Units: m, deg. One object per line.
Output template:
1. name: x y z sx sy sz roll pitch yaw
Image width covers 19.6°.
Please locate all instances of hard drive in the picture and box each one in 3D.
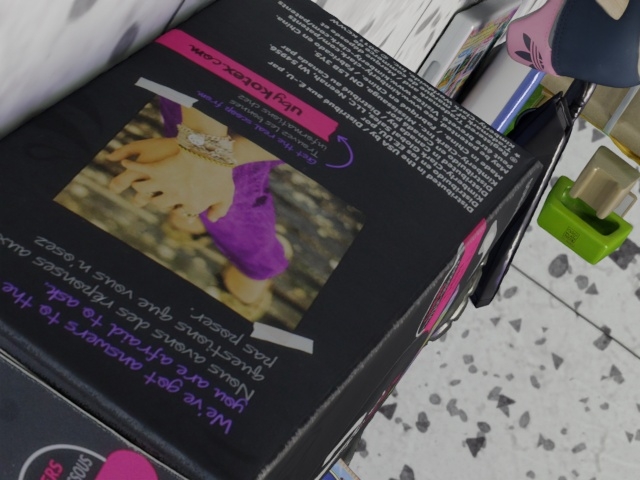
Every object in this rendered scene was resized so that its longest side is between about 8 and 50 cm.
1. hard drive: 0.071 -0.021 1.520 0.319 0.040 0.210 -54 -179 5

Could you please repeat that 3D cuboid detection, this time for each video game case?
1. video game case: 0.089 -0.116 1.375 0.143 0.019 0.157 -57 172 22

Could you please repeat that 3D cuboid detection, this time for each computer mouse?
1. computer mouse: 0.170 -0.077 1.526 0.262 0.060 0.184 -66 174 13

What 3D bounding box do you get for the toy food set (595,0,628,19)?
1. toy food set: 0.198 -0.268 1.197 0.128 0.071 0.218 21 102 -51

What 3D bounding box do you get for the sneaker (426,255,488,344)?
1. sneaker: 0.012 0.037 1.220 0.286 0.109 0.130 -47 157 -16

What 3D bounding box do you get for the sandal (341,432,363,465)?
1. sandal: -0.018 0.182 1.853 0.167 0.107 0.446 -61 -178 40

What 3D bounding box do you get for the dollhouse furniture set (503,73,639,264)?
1. dollhouse furniture set: 0.306 -0.152 1.880 0.151 0.197 0.301 -45 169 -43

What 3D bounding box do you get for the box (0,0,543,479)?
1. box: -0.054 0.037 0.676 0.270 0.143 0.165 -43 167 -53

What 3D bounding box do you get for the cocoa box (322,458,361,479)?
1. cocoa box: -0.083 0.351 1.488 0.231 0.228 0.347 -41 -178 38

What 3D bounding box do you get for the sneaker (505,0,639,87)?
1. sneaker: 0.216 -0.241 1.352 0.112 0.131 0.319 76 24 -45
